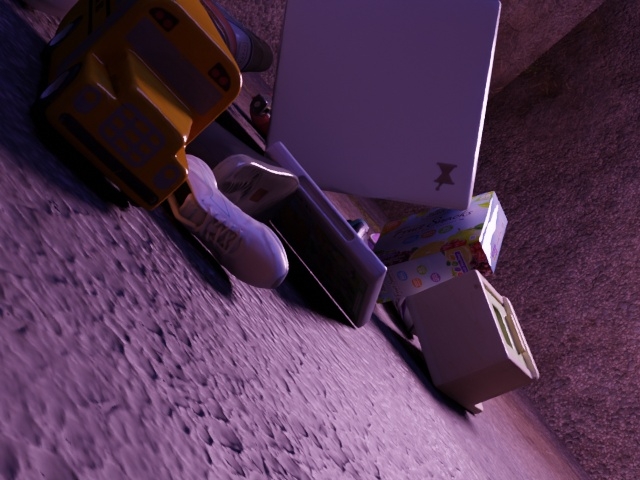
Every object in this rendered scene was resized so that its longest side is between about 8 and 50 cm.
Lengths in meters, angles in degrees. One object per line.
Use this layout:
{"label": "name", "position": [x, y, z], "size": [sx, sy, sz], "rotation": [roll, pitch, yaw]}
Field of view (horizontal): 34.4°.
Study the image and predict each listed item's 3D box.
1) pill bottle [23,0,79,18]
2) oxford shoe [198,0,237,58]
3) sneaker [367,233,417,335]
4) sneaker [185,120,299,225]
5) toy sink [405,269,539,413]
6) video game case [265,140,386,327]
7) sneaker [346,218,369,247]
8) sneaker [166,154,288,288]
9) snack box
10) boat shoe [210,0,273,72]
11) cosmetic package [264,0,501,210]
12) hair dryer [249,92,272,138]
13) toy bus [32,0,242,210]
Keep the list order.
{"label": "pill bottle", "position": [-0.263, -0.346, 1.114], "size": [0.169, 0.169, 0.301], "rotation": [46, 7, -25]}
{"label": "oxford shoe", "position": [-0.273, -0.382, 1.507], "size": [0.364, 0.130, 0.132], "rotation": [43, 20, -3]}
{"label": "sneaker", "position": [0.129, 0.070, 1.828], "size": [0.161, 0.102, 0.282], "rotation": [29, 15, -7]}
{"label": "sneaker", "position": [-0.099, -0.082, 1.069], "size": [0.118, 0.083, 0.222], "rotation": [46, 2, 15]}
{"label": "toy sink", "position": [0.250, 0.164, 1.632], "size": [0.234, 0.131, 0.152], "rotation": [41, 29, -58]}
{"label": "video game case", "position": [0.000, 0.000, 1.225], "size": [0.193, 0.023, 0.212], "rotation": [51, -14, 14]}
{"label": "sneaker", "position": [0.055, 0.025, 1.528], "size": [0.098, 0.083, 0.223], "rotation": [54, 5, -4]}
{"label": "sneaker", "position": [-0.092, -0.014, 0.881], "size": [0.152, 0.053, 0.061], "rotation": [44, 14, 12]}
{"label": "snack box", "position": [0.188, 0.011, 1.691], "size": [0.070, 0.207, 0.174], "rotation": [64, 28, -21]}
{"label": "boat shoe", "position": [-0.194, -0.344, 1.701], "size": [0.094, 0.109, 0.302], "rotation": [12, 24, -47]}
{"label": "cosmetic package", "position": [0.095, -0.244, 1.738], "size": [0.330, 0.327, 0.393], "rotation": [8, 7, 0]}
{"label": "hair dryer", "position": [-0.077, -0.194, 2.102], "size": [0.223, 0.080, 0.293], "rotation": [64, 10, -6]}
{"label": "toy bus", "position": [-0.150, -0.146, 0.862], "size": [0.108, 0.130, 0.332], "rotation": [46, 7, -25]}
